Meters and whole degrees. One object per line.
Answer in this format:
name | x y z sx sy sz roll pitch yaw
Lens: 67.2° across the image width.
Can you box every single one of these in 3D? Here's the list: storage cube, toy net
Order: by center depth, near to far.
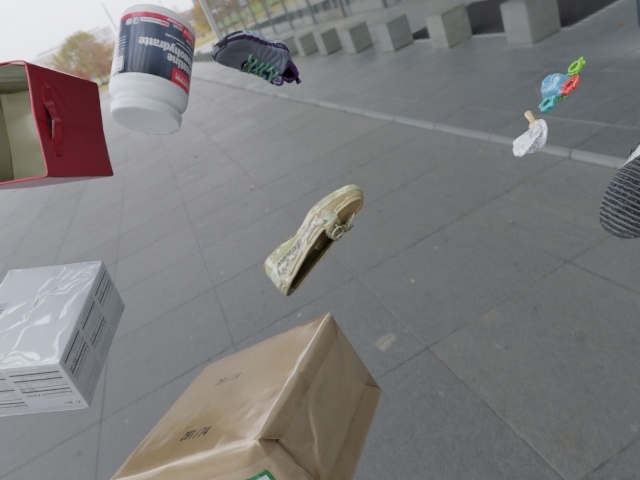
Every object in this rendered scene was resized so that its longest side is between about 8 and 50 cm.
storage cube | -0.513 -0.189 0.842 0.214 0.184 0.193 -7 7 10
toy net | 0.481 -0.266 1.007 0.232 0.045 0.122 -63 19 -12

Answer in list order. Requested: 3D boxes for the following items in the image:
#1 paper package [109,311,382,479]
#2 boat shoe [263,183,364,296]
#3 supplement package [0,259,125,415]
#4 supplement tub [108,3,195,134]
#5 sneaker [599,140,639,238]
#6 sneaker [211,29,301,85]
paper package | -0.104 0.298 0.744 0.324 0.168 0.309 -27 12 28
boat shoe | 0.000 0.000 1.051 0.285 0.104 0.089 -47 60 13
supplement package | -0.542 0.187 0.956 0.203 0.145 0.262 -6 39 0
supplement tub | -0.425 -0.428 1.222 0.191 0.191 0.272 -4 77 35
sneaker | 0.612 -0.146 0.838 0.122 0.331 0.146 36 15 21
sneaker | -0.122 -0.373 1.009 0.083 0.098 0.223 -38 -9 39
